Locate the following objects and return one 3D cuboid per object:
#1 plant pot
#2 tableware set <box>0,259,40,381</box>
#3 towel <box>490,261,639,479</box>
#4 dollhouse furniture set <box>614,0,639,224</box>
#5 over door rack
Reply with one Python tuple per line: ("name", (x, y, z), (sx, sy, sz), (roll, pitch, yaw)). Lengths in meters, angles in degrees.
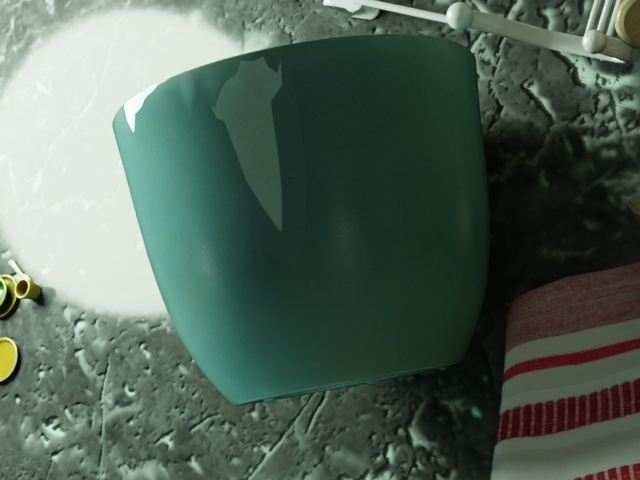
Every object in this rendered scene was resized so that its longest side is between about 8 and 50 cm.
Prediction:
("plant pot", (0.000, 0.000, 0.932), (0.293, 0.293, 0.235), (-15, 80, 29))
("tableware set", (-0.355, 0.101, 1.282), (0.104, 0.024, 0.154), (40, 98, 35))
("towel", (0.219, 0.107, 0.774), (0.237, 0.037, 0.329), (-21, 26, 24))
("dollhouse furniture set", (0.254, -0.116, 0.796), (0.161, 0.242, 0.212), (-36, 20, 4))
("over door rack", (0.137, -0.288, 0.994), (0.324, 0.108, 0.239), (21, 97, 43))
